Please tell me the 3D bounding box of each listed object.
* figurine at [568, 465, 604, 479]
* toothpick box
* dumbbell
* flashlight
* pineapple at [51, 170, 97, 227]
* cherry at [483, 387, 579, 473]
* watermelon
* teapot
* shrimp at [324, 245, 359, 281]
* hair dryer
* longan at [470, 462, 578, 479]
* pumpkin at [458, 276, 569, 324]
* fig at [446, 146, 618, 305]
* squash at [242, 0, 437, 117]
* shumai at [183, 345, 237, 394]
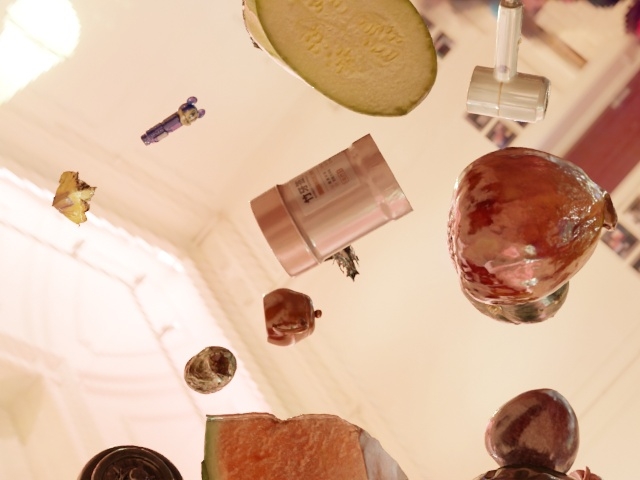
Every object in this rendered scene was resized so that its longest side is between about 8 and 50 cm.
[{"bbox_3d":[0.475,0.483,2.245,0.157,0.114,0.126,6,-115,-51],"label":"figurine"},{"bbox_3d":[0.012,-0.037,1.302,0.098,0.149,0.098,60,-176,-8],"label":"toothpick box"},{"bbox_3d":[-0.337,0.467,2.107,0.192,0.290,0.192,11,-129,-13],"label":"dumbbell"},{"bbox_3d":[-0.256,-0.201,2.120,0.035,0.121,0.057,57,180,36],"label":"flashlight"},{"bbox_3d":[-0.480,-0.090,2.394,0.077,0.114,0.114,-6,-103,-42],"label":"pineapple"},{"bbox_3d":[0.387,0.355,2.196,0.176,0.176,0.140,40,-160,-1],"label":"cherry"},{"bbox_3d":[-0.009,0.402,1.643,0.319,0.292,0.222,63,-149,-28],"label":"watermelon"},{"bbox_3d":[-0.050,0.142,2.262,0.116,0.116,0.173,38,-172,-12],"label":"teapot"},{"bbox_3d":[0.000,0.000,1.802,0.161,0.091,0.034,54,-145,-28],"label":"shrimp"},{"bbox_3d":[0.411,-0.414,2.610,0.173,0.357,0.107,10,-136,14],"label":"hair dryer"},{"bbox_3d":[0.330,0.568,2.037,0.391,0.391,0.391,39,-170,-8],"label":"longan"},{"bbox_3d":[0.311,0.055,1.987,0.190,0.190,0.146,38,-127,-12],"label":"pumpkin"},{"bbox_3d":[0.285,-0.020,1.745,0.263,0.224,0.224,-23,-123,-36],"label":"fig"},{"bbox_3d":[0.029,-0.295,1.705,0.189,0.189,0.260,31,-174,-41],"label":"squash"},{"bbox_3d":[-0.236,0.283,2.676,0.099,0.124,0.087,53,167,-2],"label":"shumai"}]
